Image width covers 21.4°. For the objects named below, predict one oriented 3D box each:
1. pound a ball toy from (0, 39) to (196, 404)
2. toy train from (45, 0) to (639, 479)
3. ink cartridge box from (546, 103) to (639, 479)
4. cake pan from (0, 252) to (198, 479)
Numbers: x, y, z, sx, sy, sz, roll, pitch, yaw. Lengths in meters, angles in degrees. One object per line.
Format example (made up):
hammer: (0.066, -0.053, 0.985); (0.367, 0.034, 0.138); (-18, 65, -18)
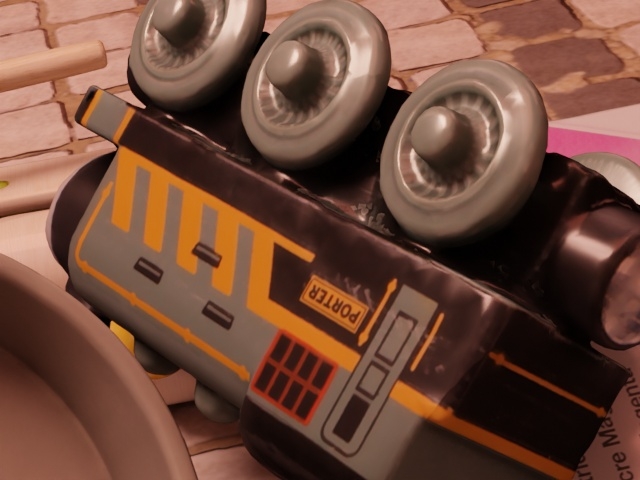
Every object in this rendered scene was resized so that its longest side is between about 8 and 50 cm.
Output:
pound a ball toy: (-0.125, -0.002, 0.923); (0.319, 0.208, 0.136); (-10, 29, -4)
toy train: (0.000, 0.000, 0.748); (0.334, 0.142, 0.190); (29, 89, 43)
ink cartridge box: (0.143, 0.072, 0.765); (0.330, 0.071, 0.324); (-12, 48, -5)
cake pan: (-0.190, 0.134, 0.693); (0.293, 0.054, 0.293); (9, 64, -19)
